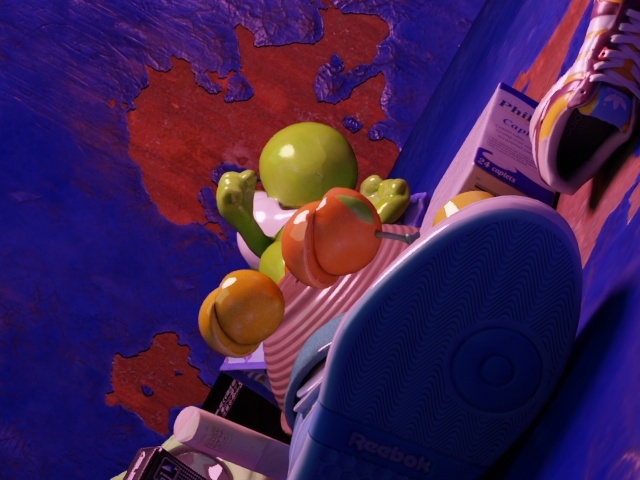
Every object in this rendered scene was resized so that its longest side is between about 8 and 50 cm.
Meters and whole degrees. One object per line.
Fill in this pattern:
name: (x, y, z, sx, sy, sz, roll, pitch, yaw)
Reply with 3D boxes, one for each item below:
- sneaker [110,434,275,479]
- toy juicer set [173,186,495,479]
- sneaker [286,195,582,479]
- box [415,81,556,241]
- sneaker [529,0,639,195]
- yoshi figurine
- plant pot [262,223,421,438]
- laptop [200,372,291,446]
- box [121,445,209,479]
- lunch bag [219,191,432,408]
sneaker: (-0.205, 0.392, 1.996, 0.483, 0.185, 0.202, -51, 20, 48)
toy juicer set: (0.003, 0.099, 1.173, 0.329, 0.209, 0.089, -62, 35, 34)
sneaker: (0.055, 0.084, 1.012, 0.319, 0.127, 0.208, -60, 4, 22)
box: (0.134, -0.033, 1.294, 0.126, 0.072, 0.137, -60, 3, 37)
sneaker: (0.198, -0.114, 1.070, 0.084, 0.069, 0.185, -86, 17, -63)
yoshi figurine: (-0.003, -0.027, 1.727, 0.203, 0.203, 0.362, -36, 23, -4)
plant pot: (0.024, 0.063, 1.444, 0.237, 0.110, 0.237, -46, 12, 12)
laptop: (-0.027, 0.242, 2.251, 0.382, 0.236, 0.408, -61, 31, 20)
box: (-0.121, 0.306, 1.423, 0.045, 0.190, 0.184, -18, 39, 54)
lunch bag: (0.038, 0.074, 1.849, 0.221, 0.138, 0.293, -61, 16, -23)
